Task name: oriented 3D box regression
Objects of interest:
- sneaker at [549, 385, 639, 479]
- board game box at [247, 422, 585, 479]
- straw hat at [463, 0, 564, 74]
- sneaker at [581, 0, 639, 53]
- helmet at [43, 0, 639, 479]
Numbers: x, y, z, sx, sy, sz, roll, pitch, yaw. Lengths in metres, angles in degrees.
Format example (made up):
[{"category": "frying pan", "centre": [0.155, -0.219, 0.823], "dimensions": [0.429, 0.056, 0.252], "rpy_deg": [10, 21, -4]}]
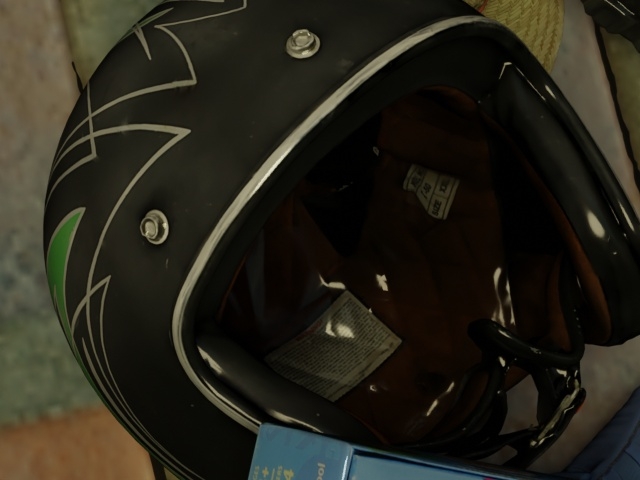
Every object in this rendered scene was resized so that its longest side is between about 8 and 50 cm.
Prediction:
[{"category": "sneaker", "centre": [0.057, 0.116, 0.569], "dimensions": [0.081, 0.080, 0.211], "rpy_deg": [44, 67, -8]}, {"category": "board game box", "centre": [0.057, 0.141, 0.478], "dimensions": [0.211, 0.039, 0.160], "rpy_deg": [15, 86, -39]}, {"category": "straw hat", "centre": [0.028, -0.096, 0.619], "dimensions": [0.144, 0.061, 0.144], "rpy_deg": [4, 76, -17]}, {"category": "sneaker", "centre": [0.185, -0.063, 0.646], "dimensions": [0.271, 0.100, 0.108], "rpy_deg": [51, 37, -10]}, {"category": "helmet", "centre": [0.000, 0.000, 0.528], "dimensions": [0.169, 0.169, 0.161], "rpy_deg": [-41, 98, -22]}]
